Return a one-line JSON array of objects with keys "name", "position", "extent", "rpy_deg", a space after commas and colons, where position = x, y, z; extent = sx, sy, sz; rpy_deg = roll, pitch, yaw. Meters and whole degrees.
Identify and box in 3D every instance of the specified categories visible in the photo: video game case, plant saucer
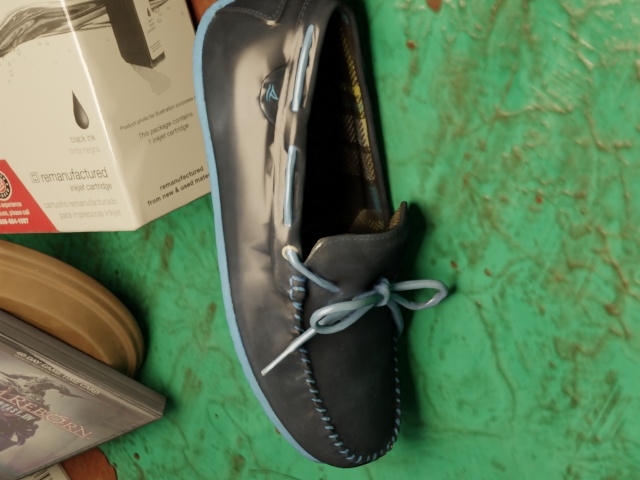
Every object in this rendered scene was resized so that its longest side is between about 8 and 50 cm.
[{"name": "video game case", "position": [-0.293, 0.143, 1.344], "extent": [0.196, 0.026, 0.274], "rpy_deg": [32, 140, -32]}, {"name": "plant saucer", "position": [-0.288, 0.083, 1.313], "extent": [0.278, 0.041, 0.278], "rpy_deg": [6, 145, 4]}]

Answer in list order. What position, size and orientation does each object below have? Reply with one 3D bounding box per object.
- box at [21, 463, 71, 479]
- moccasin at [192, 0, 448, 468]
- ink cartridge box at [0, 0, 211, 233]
[{"name": "box", "position": [-0.378, 0.247, 1.605], "extent": [0.322, 0.058, 0.232], "rpy_deg": [-36, 86, 46]}, {"name": "moccasin", "position": [0.000, 0.000, 1.048], "extent": [0.117, 0.138, 0.342], "rpy_deg": [-2, 112, 39]}, {"name": "ink cartridge box", "position": [-0.198, -0.151, 1.165], "extent": [0.197, 0.114, 0.273], "rpy_deg": [-1, 110, 45]}]
